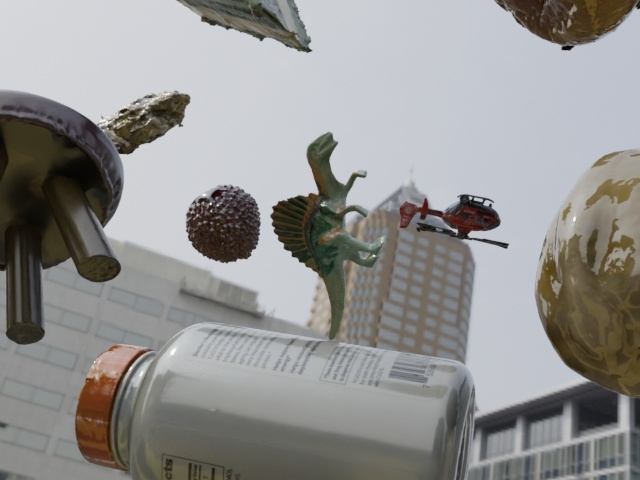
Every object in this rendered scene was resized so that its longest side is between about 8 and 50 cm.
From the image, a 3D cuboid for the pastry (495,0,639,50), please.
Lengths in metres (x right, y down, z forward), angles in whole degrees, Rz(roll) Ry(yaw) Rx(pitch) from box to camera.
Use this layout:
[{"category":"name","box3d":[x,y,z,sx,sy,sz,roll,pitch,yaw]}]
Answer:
[{"category":"pastry","box3d":[0.344,-0.450,1.200,0.164,0.356,0.356,-39,-40,-1]}]

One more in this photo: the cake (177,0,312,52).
[{"category":"cake","box3d":[-0.138,-0.354,1.173,0.172,0.283,0.158,-37,-34,24]}]

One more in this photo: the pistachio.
[{"category":"pistachio","box3d":[0.202,0.011,0.513,0.126,0.185,0.108,33,-35,-22]}]

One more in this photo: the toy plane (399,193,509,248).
[{"category":"toy plane","box3d":[0.173,-0.029,1.019,0.145,0.060,0.037,11,-11,7]}]

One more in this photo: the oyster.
[{"category":"oyster","box3d":[-0.294,-0.202,1.304,0.177,0.105,0.056,-21,-45,-15]}]

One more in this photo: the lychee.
[{"category":"lychee","box3d":[-0.147,-0.022,1.195,0.123,0.129,0.123,-7,-38,-5]}]

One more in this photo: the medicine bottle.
[{"category":"medicine bottle","box3d":[-0.036,0.148,0.603,0.289,0.157,0.157,7,-29,16]}]

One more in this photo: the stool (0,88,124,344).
[{"category":"stool","box3d":[-0.367,-0.022,0.918,0.272,0.178,0.272,-8,-40,-6]}]

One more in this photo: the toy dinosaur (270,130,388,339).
[{"category":"toy dinosaur","box3d":[0.001,-0.001,0.707,0.106,0.044,0.187,30,-50,5]}]
